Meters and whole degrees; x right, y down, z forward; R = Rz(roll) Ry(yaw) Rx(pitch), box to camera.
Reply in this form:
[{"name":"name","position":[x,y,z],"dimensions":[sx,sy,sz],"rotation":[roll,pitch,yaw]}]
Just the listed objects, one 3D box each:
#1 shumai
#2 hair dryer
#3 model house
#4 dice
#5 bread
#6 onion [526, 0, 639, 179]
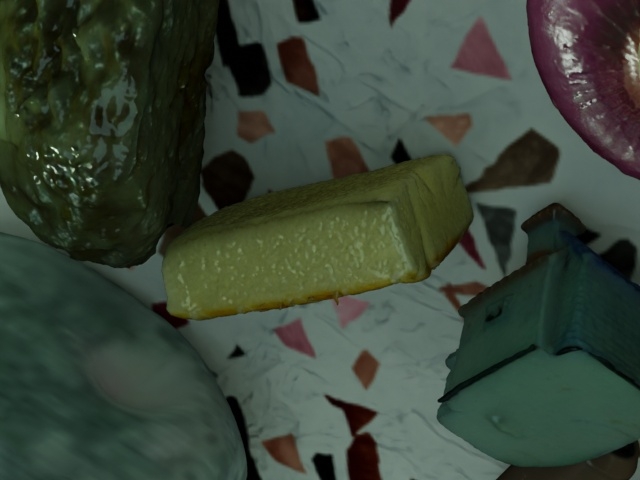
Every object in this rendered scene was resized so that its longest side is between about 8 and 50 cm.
[{"name":"shumai","position":[-0.182,-0.113,1.308],"dimensions":[0.218,0.189,0.256],"rotation":[16,113,16]},{"name":"hair dryer","position":[0.211,0.203,1.347],"dimensions":[0.181,0.064,0.117],"rotation":[39,122,-5]},{"name":"model house","position":[0.156,0.054,1.276],"dimensions":[0.119,0.149,0.148],"rotation":[29,142,-25]},{"name":"dice","position":[-0.278,0.207,1.414],"dimensions":[0.348,0.330,0.328],"rotation":[33,122,10]},{"name":"bread","position":[-0.001,0.000,1.310],"dimensions":[0.188,0.125,0.068],"rotation":[-12,100,29]},{"name":"onion","position":[0.213,-0.120,1.134],"dimensions":[0.207,0.201,0.200],"rotation":[29,128,-28]}]
